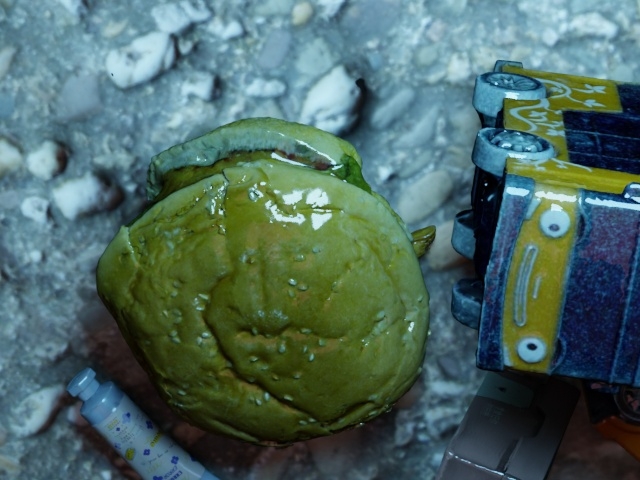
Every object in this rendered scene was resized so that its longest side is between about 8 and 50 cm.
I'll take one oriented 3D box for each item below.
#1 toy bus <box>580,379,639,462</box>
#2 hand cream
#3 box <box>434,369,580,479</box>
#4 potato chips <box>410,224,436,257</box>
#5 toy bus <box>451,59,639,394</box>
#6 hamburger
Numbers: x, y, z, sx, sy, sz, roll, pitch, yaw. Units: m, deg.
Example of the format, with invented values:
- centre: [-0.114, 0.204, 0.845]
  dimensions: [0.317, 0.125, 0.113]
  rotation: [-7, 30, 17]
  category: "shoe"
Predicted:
- centre: [0.375, 0.055, 1.479]
  dimensions: [0.329, 0.143, 0.153]
  rotation: [-41, 111, 19]
  category: "toy bus"
- centre: [-0.169, 0.188, 1.649]
  dimensions: [0.065, 0.043, 0.171]
  rotation: [-37, 104, 19]
  category: "hand cream"
- centre: [0.139, 0.243, 1.541]
  dimensions: [0.086, 0.215, 0.215]
  rotation: [21, 113, 11]
  category: "box"
- centre: [0.000, 0.000, 1.564]
  dimensions: [0.204, 0.026, 0.037]
  rotation: [4, 109, 7]
  category: "potato chips"
- centre: [0.205, -0.019, 1.371]
  dimensions: [0.194, 0.323, 0.162]
  rotation: [8, 112, 1]
  category: "toy bus"
- centre: [-0.048, 0.048, 1.507]
  dimensions: [0.265, 0.134, 0.285]
  rotation: [-20, 119, 28]
  category: "hamburger"
